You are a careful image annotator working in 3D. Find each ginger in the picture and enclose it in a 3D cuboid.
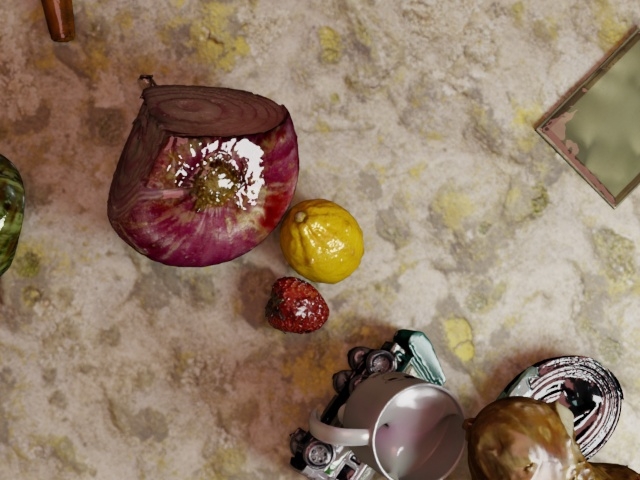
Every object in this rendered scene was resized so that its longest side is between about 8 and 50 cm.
[{"bbox_3d":[0.316,0.322,1.669,0.254,0.418,0.176,-29,43,-2],"label":"ginger"}]

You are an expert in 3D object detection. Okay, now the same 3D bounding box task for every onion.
[{"bbox_3d":[-0.160,-0.080,1.764,0.256,0.272,0.230,7,107,2],"label":"onion"}]

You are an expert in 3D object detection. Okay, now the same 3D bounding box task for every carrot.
[{"bbox_3d":[-0.383,-0.366,1.865,0.055,0.055,0.162,-8,90,-6],"label":"carrot"}]

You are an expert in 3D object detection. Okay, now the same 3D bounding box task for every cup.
[{"bbox_3d":[0.080,0.245,1.659,0.173,0.142,0.134,-31,108,-18],"label":"cup"}]

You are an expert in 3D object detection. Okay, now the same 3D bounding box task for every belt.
[{"bbox_3d":[0.327,0.245,1.822,0.198,0.078,0.151,-38,88,-8],"label":"belt"}]

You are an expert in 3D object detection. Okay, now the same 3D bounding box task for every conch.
[{"bbox_3d":[-0.490,-0.040,1.770,0.187,0.124,0.181,-43,84,-1],"label":"conch"}]

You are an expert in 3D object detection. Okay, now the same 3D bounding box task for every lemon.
[{"bbox_3d":[0.000,0.000,1.798,0.114,0.155,0.114,-12,64,24],"label":"lemon"}]

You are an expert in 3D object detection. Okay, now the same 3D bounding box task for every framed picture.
[{"bbox_3d":[0.456,-0.183,1.928,0.231,0.010,0.173,-43,87,-9],"label":"framed picture"}]

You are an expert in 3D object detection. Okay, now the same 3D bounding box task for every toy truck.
[{"bbox_3d":[0.067,0.233,1.787,0.124,0.114,0.253,36,81,-10],"label":"toy truck"}]

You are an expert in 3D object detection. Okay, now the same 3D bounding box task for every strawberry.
[{"bbox_3d":[-0.031,0.095,1.816,0.096,0.083,0.083,14,79,-36],"label":"strawberry"}]
